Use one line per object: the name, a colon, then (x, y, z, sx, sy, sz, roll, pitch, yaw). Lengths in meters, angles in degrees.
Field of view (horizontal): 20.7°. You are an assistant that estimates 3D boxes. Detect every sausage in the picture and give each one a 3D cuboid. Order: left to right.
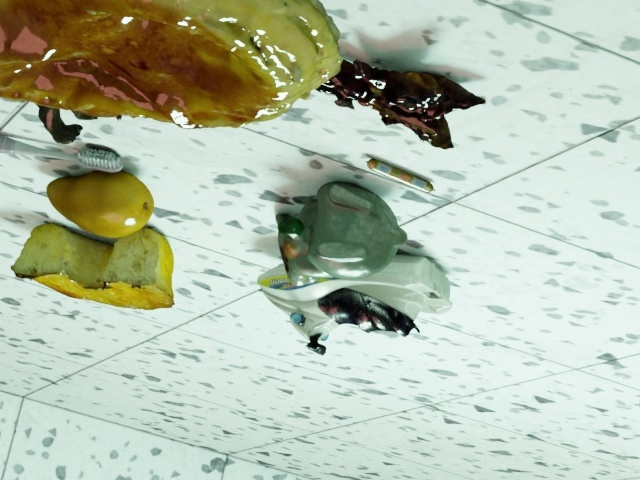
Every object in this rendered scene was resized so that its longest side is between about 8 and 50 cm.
sausage: (0.094, -0.075, 2.054, 0.100, 0.015, 0.015, 21, 161, -27)

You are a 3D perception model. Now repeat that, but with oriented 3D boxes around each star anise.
star anise: (0.087, -0.147, 1.772, 0.157, 0.053, 0.212, -4, 155, 43)

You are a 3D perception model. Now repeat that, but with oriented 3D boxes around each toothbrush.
toothbrush: (-0.423, -0.127, 2.222, 0.354, 0.024, 0.029, 10, 157, 6)

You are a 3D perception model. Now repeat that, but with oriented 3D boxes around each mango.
mango: (-0.289, -0.047, 2.287, 0.102, 0.084, 0.184, 28, 162, -39)

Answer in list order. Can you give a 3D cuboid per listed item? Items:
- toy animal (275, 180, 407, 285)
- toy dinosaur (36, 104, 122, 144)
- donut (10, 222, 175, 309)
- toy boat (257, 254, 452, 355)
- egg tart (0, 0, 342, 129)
toy animal: (0.002, 0.003, 2.207, 0.127, 0.125, 0.251, 46, 161, -10)
toy dinosaur: (-0.284, -0.202, 1.913, 0.187, 0.087, 0.179, -16, 114, 28)
donut: (-0.305, 0.046, 2.558, 0.259, 0.101, 0.152, 2, 161, 27)
toy boat: (0.040, 0.084, 2.406, 0.269, 0.140, 0.141, -12, 154, 23)
egg tart: (-0.186, -0.230, 1.490, 0.443, 0.178, 0.443, 10, 165, 3)
